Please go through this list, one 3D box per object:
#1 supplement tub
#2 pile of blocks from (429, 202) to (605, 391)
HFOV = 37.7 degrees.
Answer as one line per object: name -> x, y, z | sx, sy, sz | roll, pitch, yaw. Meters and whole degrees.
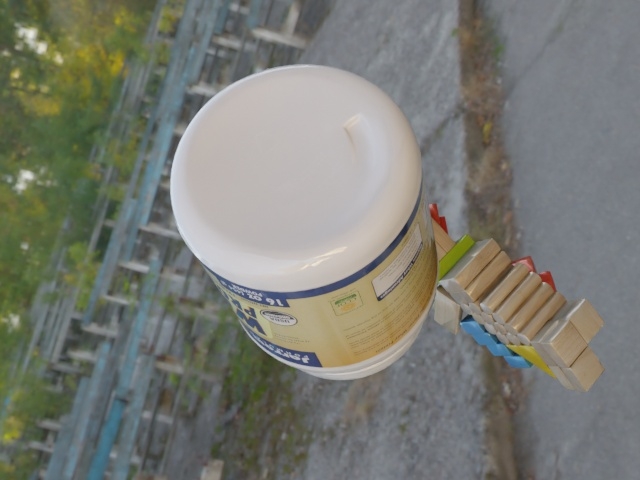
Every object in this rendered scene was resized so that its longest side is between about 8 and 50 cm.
supplement tub -> 0.000, 0.000, 0.944 | 0.316, 0.229, 0.228 | 68, -150, -60
pile of blocks -> 0.232, 0.065, 1.266 | 0.113, 0.362, 0.149 | -43, -24, -23
